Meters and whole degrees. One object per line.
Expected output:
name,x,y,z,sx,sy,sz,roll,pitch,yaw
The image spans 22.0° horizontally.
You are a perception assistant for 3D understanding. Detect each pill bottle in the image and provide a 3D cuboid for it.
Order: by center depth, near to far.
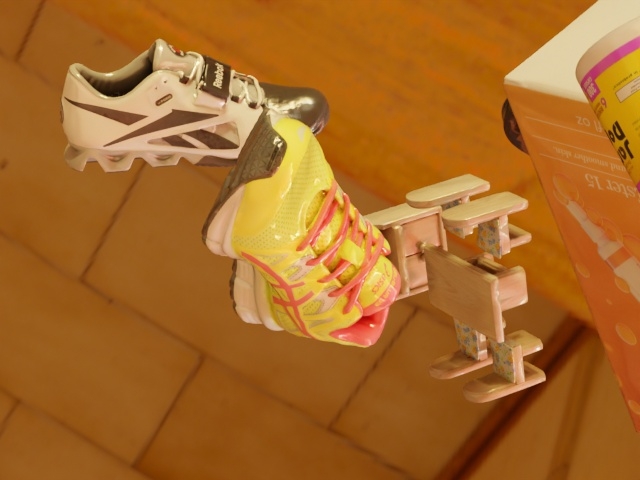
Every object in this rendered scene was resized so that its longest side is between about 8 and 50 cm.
pill bottle,0.122,-0.033,0.550,0.043,0.043,0.083,-37,71,34

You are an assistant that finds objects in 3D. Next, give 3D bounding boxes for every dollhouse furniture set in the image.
dollhouse furniture set,0.112,0.048,1.817,0.242,0.161,0.212,30,133,59

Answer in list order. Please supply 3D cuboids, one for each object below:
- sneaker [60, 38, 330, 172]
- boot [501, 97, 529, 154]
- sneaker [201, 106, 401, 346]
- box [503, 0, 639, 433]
sneaker,-0.150,-0.172,1.984,0.330,0.122,0.146,-7,123,-9
boot,0.363,-0.224,1.857,0.348,0.260,0.131,-6,141,0
sneaker,0.000,0.000,0.875,0.094,0.081,0.208,24,163,15
box,0.307,-0.002,1.177,0.215,0.168,0.345,21,144,51
